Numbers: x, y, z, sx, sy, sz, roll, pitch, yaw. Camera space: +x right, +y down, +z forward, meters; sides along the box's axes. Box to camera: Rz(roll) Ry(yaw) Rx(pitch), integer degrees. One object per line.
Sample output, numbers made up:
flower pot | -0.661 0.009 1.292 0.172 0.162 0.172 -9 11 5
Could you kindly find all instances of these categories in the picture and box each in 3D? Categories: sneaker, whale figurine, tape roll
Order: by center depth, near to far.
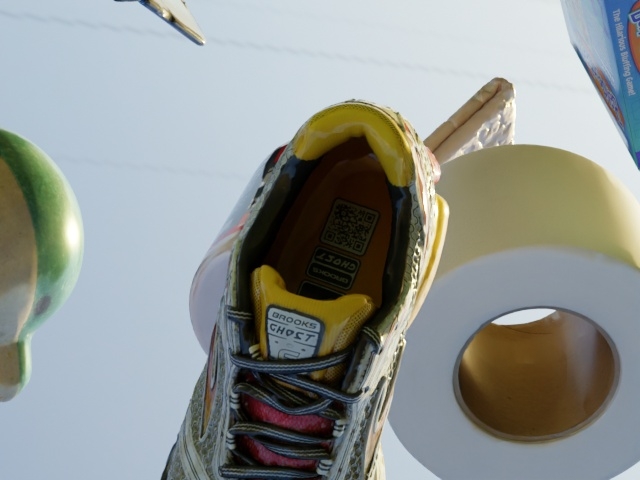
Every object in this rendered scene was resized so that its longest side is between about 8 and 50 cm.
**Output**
sneaker | -0.014 0.052 0.519 0.088 0.225 0.093 11 169 10
whale figurine | -0.270 0.035 1.061 0.216 0.272 0.141 44 -146 24
tape roll | 0.166 0.064 1.165 0.246 0.246 0.169 18 -150 -10

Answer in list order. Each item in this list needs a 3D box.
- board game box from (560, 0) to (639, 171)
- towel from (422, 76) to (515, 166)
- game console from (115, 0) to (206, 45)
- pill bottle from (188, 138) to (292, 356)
board game box | 0.192 -0.174 0.949 0.047 0.210 0.160 -20 -136 4
towel | 0.151 -0.012 1.887 0.053 0.332 0.317 34 -119 26
game console | -0.186 -0.378 1.434 0.173 0.250 0.293 -11 -119 -44
pill bottle | 0.000 0.000 0.821 0.108 0.108 0.180 24 -147 0
